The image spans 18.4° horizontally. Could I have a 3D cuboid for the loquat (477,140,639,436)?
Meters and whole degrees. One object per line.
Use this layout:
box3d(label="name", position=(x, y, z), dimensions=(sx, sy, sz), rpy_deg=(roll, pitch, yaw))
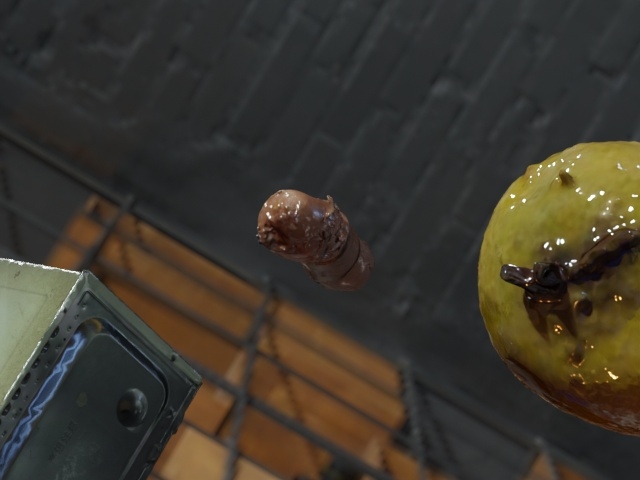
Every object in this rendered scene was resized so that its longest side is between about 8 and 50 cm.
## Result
box3d(label="loquat", position=(0.172, 0.031, 1.057), dimensions=(0.204, 0.172, 0.149), rpy_deg=(41, -109, -54))

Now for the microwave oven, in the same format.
box3d(label="microwave oven", position=(-0.367, 0.244, 2.138), dimensions=(0.333, 0.247, 0.394), rpy_deg=(8, 60, 45))

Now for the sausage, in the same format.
box3d(label="sausage", position=(-0.001, 0.000, 1.927), dimensions=(0.078, 0.078, 0.304), rpy_deg=(-59, -13, -2))
